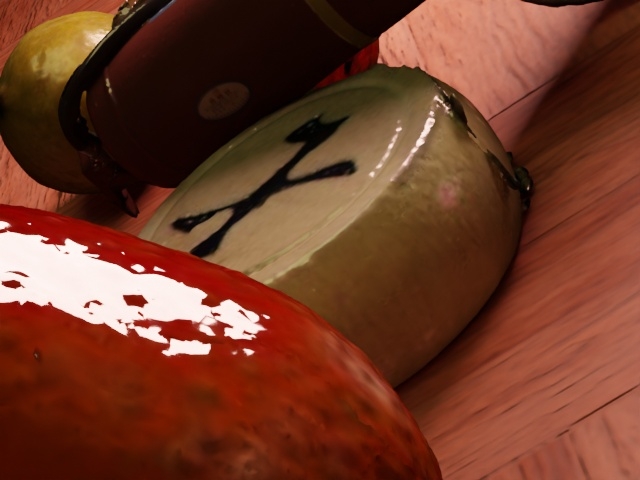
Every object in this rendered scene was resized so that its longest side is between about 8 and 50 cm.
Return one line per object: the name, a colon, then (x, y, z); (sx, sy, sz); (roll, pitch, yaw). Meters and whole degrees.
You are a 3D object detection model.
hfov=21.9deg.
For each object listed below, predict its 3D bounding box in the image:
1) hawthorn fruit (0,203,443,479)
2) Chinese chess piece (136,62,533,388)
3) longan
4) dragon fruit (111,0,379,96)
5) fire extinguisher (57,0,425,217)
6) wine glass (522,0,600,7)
hawthorn fruit: (-0.138, 0.098, 0.587); (0.285, 0.369, 0.285); (-49, 9, 11)
Chinese chess piece: (0.000, 0.000, 0.899); (0.238, 0.092, 0.238); (-30, 23, 14)
longan: (-0.169, -0.106, 1.297); (0.155, 0.176, 0.145); (42, 123, 57)
dragon fruit: (-0.053, -0.142, 1.148); (0.189, 0.182, 0.182); (30, 62, 22)
fire extinguisher: (-0.029, -0.122, 0.994); (0.341, 0.141, 0.105); (-36, 48, 27)
wine glass: (0.153, -0.344, 1.139); (0.267, 0.267, 0.406); (-31, 20, 13)
